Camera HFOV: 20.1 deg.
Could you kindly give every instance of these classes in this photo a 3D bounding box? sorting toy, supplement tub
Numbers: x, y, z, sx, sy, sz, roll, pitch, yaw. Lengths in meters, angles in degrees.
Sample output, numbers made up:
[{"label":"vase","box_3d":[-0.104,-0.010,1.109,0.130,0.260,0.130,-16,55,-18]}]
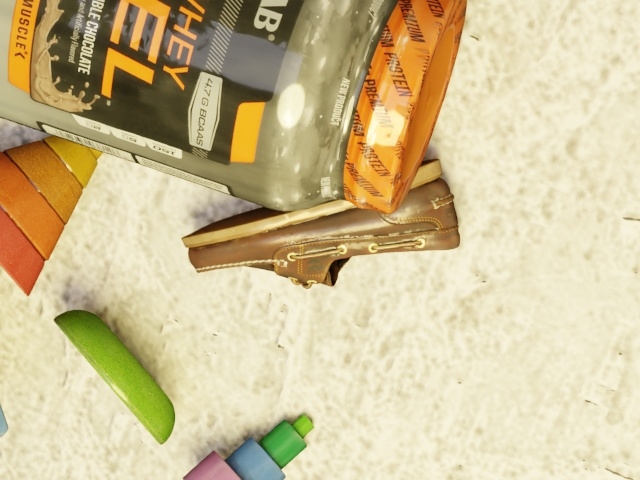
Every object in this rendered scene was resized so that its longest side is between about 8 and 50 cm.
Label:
[{"label":"sorting toy","box_3d":[-0.135,0.052,1.380,0.126,0.127,0.365,-41,96,-8]},{"label":"supplement tub","box_3d":[-0.084,-0.146,1.233,0.338,0.207,0.207,18,110,9]}]

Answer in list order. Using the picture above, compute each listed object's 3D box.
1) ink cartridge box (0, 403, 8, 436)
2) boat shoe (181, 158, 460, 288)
[{"label":"ink cartridge box","box_3d":[-0.424,-0.007,1.345,0.270,0.151,0.395,-13,95,37]},{"label":"boat shoe","box_3d":[0.000,0.000,1.325,0.207,0.073,0.073,-14,100,18]}]
